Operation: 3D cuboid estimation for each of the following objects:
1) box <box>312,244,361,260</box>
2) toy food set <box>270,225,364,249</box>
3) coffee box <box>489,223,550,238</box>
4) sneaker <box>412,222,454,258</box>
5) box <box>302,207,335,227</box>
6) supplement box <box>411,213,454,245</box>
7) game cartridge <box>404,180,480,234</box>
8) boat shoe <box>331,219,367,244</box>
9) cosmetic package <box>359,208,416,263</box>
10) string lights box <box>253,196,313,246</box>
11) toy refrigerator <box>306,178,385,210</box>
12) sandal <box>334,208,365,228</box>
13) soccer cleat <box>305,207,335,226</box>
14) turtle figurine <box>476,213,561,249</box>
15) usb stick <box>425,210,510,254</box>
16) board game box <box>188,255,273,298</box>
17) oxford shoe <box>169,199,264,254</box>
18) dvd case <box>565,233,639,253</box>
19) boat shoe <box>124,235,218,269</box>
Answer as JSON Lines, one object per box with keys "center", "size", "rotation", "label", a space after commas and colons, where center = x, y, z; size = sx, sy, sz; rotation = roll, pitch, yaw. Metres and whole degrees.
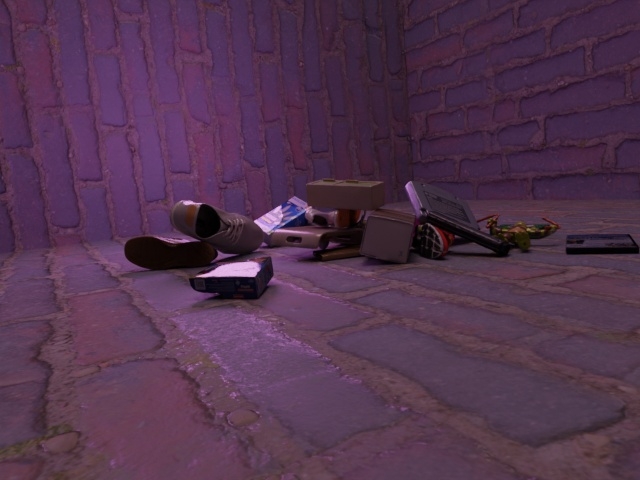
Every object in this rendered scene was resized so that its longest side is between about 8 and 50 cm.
{"center": [0.085, 0.040, 1.797], "size": [0.201, 0.021, 0.164], "rotation": [-8, 6, -11], "label": "box"}
{"center": [0.000, 0.000, 1.873], "size": [0.219, 0.092, 0.306], "rotation": [5, 8, 39], "label": "toy food set"}
{"center": [0.731, -0.035, 1.855], "size": [0.184, 0.040, 0.113], "rotation": [2, 10, 43], "label": "coffee box"}
{"center": [0.384, -0.005, 1.656], "size": [0.118, 0.107, 0.279], "rotation": [5, 10, -2], "label": "sneaker"}
{"center": [-0.057, -0.085, 2.387], "size": [0.183, 0.059, 0.232], "rotation": [-10, 35, -38], "label": "box"}
{"center": [0.404, -0.050, 1.926], "size": [0.220, 0.114, 0.111], "rotation": [-10, 9, -41], "label": "supplement box"}
{"center": [0.443, -0.114, 1.841], "size": [0.297, 0.062, 0.198], "rotation": [16, 37, -29], "label": "game cartridge"}
{"center": [0.162, -0.025, 2.002], "size": [0.285, 0.105, 0.089], "rotation": [-13, 6, 37], "label": "boat shoe"}
{"center": [0.230, -0.024, 1.668], "size": [0.153, 0.129, 0.296], "rotation": [13, 11, 8], "label": "cosmetic package"}
{"center": [-0.166, -0.086, 2.258], "size": [0.259, 0.077, 0.133], "rotation": [-35, 46, -28], "label": "string lights box"}
{"center": [0.087, -0.168, 1.801], "size": [0.269, 0.094, 0.102], "rotation": [6, 18, 34], "label": "toy refrigerator"}
{"center": [0.125, -0.090, 1.878], "size": [0.076, 0.102, 0.265], "rotation": [4, 15, 22], "label": "sandal"}
{"center": [0.032, -0.080, 1.945], "size": [0.196, 0.068, 0.076], "rotation": [5, 31, -28], "label": "soccer cleat"}
{"center": [0.623, -0.020, 1.638], "size": [0.269, 0.087, 0.217], "rotation": [9, 20, 29], "label": "turtle figurine"}
{"center": [0.456, -0.027, 1.583], "size": [0.278, 0.045, 0.077], "rotation": [29, 7, 35], "label": "usb stick"}
{"center": [-0.214, 0.096, 1.354], "size": [0.194, 0.060, 0.194], "rotation": [-2, 13, 21], "label": "board game box"}
{"center": [-0.364, -0.041, 1.932], "size": [0.130, 0.169, 0.449], "rotation": [5, -11, 37], "label": "oxford shoe"}
{"center": [0.836, 0.009, 1.515], "size": [0.180, 0.022, 0.253], "rotation": [-1, 8, 26], "label": "dvd case"}
{"center": [-0.552, 0.045, 1.888], "size": [0.342, 0.123, 0.123], "rotation": [0, 0, 5], "label": "boat shoe"}
